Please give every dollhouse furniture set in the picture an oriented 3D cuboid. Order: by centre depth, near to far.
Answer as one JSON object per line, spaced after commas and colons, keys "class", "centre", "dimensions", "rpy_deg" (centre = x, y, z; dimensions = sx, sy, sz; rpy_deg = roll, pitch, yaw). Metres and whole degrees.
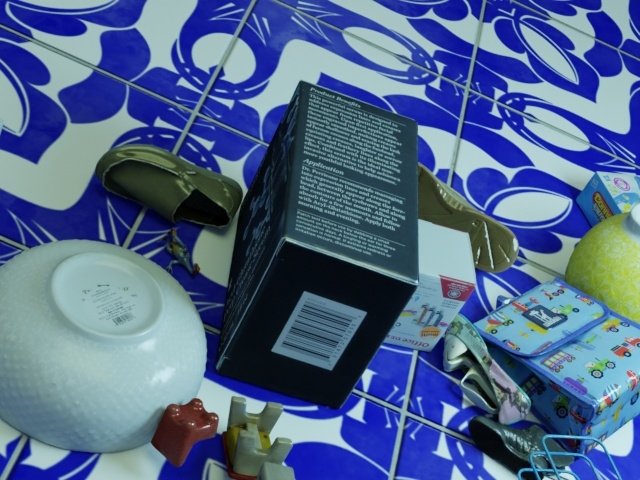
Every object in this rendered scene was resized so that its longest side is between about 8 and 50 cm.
{"class": "dollhouse furniture set", "centre": [-0.139, 0.355, 1.565], "dimensions": [0.201, 0.152, 0.374], "rpy_deg": [13, 24, -17]}

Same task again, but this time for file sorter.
{"class": "file sorter", "centre": [0.343, 0.373, 1.775], "dimensions": [0.118, 0.170, 0.104], "rpy_deg": [7, 41, -24]}

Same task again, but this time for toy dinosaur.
{"class": "toy dinosaur", "centre": [-0.216, 0.018, 1.948], "dimensions": [0.082, 0.047, 0.090], "rpy_deg": [48, 29, -4]}

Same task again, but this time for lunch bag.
{"class": "lunch bag", "centre": [0.405, 0.186, 2.058], "dimensions": [0.221, 0.138, 0.293], "rpy_deg": [-28, 51, -31]}

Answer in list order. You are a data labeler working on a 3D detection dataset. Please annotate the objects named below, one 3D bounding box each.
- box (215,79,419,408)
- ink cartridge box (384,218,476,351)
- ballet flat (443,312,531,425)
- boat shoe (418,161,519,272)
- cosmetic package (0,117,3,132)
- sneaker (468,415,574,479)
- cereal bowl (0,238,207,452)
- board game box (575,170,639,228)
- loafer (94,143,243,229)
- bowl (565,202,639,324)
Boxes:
{"class": "box", "centre": [0.000, 0.000, 1.890], "dimensions": [0.211, 0.294, 0.396], "rpy_deg": [19, 39, -12]}
{"class": "ink cartridge box", "centre": [0.153, 0.073, 1.994], "dimensions": [0.128, 0.176, 0.127], "rpy_deg": [14, 43, -16]}
{"class": "ballet flat", "centre": [0.249, 0.209, 1.989], "dimensions": [0.079, 0.077, 0.221], "rpy_deg": [-24, 59, -22]}
{"class": "boat shoe", "centre": [0.201, -0.048, 2.224], "dimensions": [0.341, 0.122, 0.110], "rpy_deg": [36, 2, 6]}
{"class": "cosmetic package", "centre": [-0.669, -0.071, 1.682], "dimensions": [0.230, 0.161, 0.453], "rpy_deg": [32, 39, 6]}
{"class": "sneaker", "centre": [0.313, 0.316, 1.918], "dimensions": [0.170, 0.051, 0.089], "rpy_deg": [38, 39, 5]}
{"class": "cereal bowl", "centre": [-0.311, 0.118, 1.701], "dimensions": [0.338, 0.141, 0.339], "rpy_deg": [17, 39, -14]}
{"class": "board game box", "centre": [0.714, 0.004, 2.469], "dimensions": [0.308, 0.086, 0.302], "rpy_deg": [3, 44, -28]}
{"class": "loafer", "centre": [-0.243, -0.084, 2.000], "dimensions": [0.251, 0.094, 0.087], "rpy_deg": [14, 36, -17]}
{"class": "bowl", "centre": [0.591, 0.025, 2.171], "dimensions": [0.289, 0.156, 0.289], "rpy_deg": [4, 32, -3]}
